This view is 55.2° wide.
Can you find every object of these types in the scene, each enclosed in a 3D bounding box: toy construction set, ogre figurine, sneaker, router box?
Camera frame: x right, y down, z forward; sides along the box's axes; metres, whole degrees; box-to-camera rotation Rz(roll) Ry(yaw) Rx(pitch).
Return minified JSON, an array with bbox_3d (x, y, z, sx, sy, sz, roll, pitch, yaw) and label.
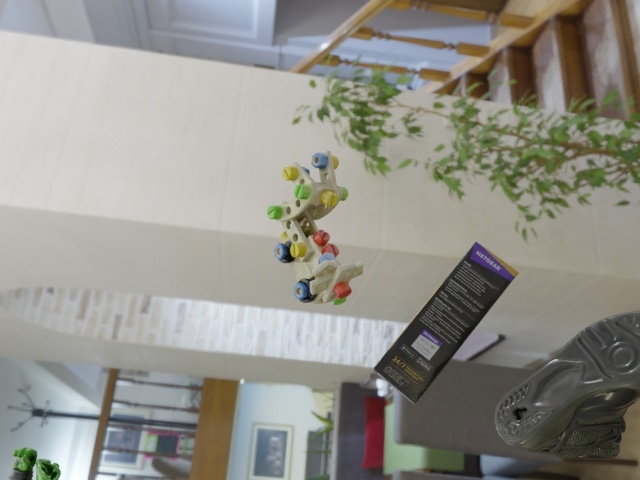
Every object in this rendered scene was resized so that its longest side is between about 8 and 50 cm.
[{"bbox_3d":[0.000,0.000,1.196,0.215,0.151,0.328,-51,40,34],"label":"toy construction set"},{"bbox_3d":[-0.379,0.386,0.835,0.118,0.197,0.097,-54,-3,-5],"label":"ogre figurine"},{"bbox_3d":[0.320,0.169,0.687,0.227,0.130,0.087,-47,34,22],"label":"sneaker"},{"bbox_3d":[0.195,0.149,1.013,0.243,0.081,0.309,-50,-13,-7],"label":"router box"}]
